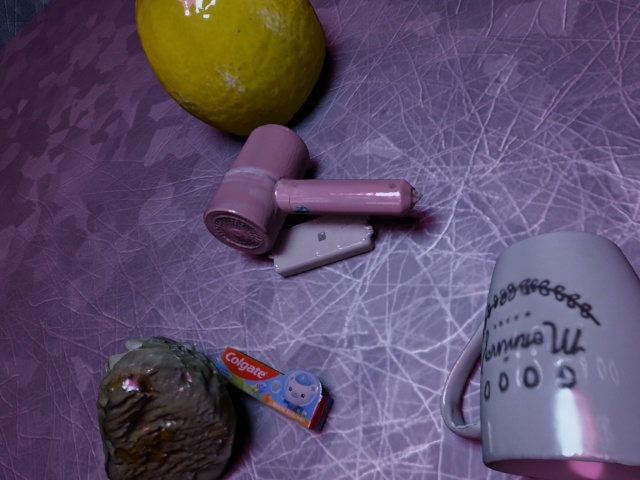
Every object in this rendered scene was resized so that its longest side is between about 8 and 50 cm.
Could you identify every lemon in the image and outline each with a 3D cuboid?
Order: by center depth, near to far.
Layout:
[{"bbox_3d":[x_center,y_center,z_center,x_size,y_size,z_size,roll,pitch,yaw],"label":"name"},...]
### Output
[{"bbox_3d":[-0.189,-0.403,0.875,0.365,0.364,0.363,-12,61,23],"label":"lemon"}]

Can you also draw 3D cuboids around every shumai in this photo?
[{"bbox_3d":[-0.237,0.241,0.691,0.218,0.189,0.255,-125,42,-57],"label":"shumai"}]

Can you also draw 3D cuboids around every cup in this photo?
[{"bbox_3d":[0.239,0.134,0.495,0.258,0.186,0.233,-32,41,45],"label":"cup"}]

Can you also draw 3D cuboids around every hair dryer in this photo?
[{"bbox_3d":[-0.002,-0.086,0.733,0.353,0.125,0.210,4,55,26],"label":"hair dryer"}]

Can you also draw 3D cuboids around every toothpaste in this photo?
[{"bbox_3d":[-0.071,0.213,0.683,0.194,0.044,0.070,16,73,33],"label":"toothpaste"}]

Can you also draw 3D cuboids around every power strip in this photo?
[{"bbox_3d":[0.000,0.000,0.757,0.192,0.035,0.081,-19,57,19],"label":"power strip"}]
